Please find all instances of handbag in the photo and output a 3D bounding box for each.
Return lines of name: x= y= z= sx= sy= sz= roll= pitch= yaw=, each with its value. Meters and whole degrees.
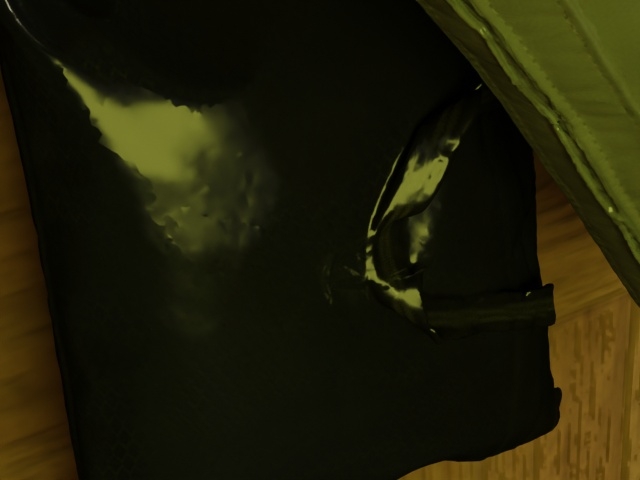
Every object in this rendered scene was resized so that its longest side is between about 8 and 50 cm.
handbag: x=0.000 y=0.000 z=0.535 sx=0.211 sy=0.088 sz=0.254 roll=-20 pitch=120 yaw=-26

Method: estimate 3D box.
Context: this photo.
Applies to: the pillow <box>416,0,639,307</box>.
pillow: x=0.139 y=-0.116 z=0.499 sx=0.322 sy=0.119 sz=0.255 roll=46 pitch=65 yaw=-43
